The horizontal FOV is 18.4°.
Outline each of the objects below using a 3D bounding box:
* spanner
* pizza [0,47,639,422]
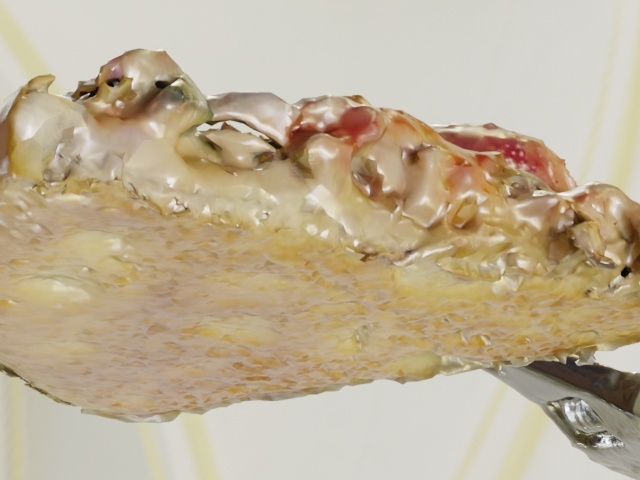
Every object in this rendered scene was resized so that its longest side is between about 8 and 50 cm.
[{"bbox_3d":[0.018,0.022,0.739,0.024,0.316,0.087,-61,169,-19],"label":"spanner"},{"bbox_3d":[0.000,0.000,0.473,0.201,0.193,0.053,120,-29,-69],"label":"pizza"}]
